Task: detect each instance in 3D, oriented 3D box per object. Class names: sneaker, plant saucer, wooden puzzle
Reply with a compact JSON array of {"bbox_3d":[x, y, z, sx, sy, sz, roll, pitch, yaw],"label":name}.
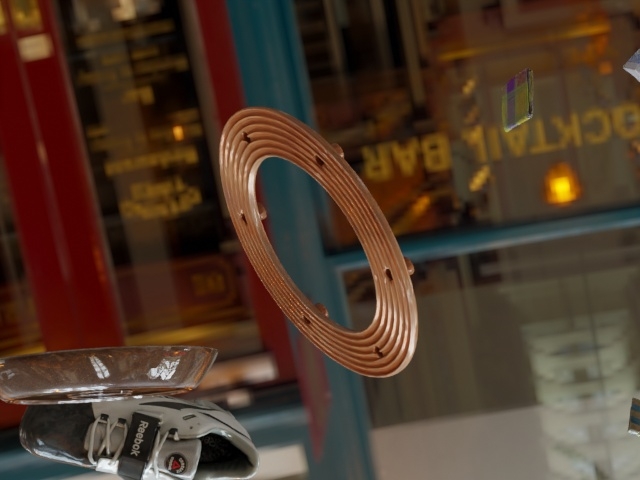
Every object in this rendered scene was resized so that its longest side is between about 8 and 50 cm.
[{"bbox_3d":[-0.227,0.260,2.173,0.330,0.123,0.146,7,-170,-30],"label":"sneaker"},{"bbox_3d":[-0.154,0.095,1.145,0.168,0.029,0.168,-4,173,-1],"label":"plant saucer"},{"bbox_3d":[0.331,0.182,1.638,0.049,0.006,0.083,20,-144,2],"label":"wooden puzzle"}]

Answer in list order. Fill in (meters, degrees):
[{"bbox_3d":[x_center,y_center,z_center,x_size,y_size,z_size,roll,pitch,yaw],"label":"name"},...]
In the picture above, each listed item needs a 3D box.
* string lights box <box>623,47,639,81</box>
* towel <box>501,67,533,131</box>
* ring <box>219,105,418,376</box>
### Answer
[{"bbox_3d":[0.448,-0.227,1.678,0.260,0.133,0.077,-48,-175,5],"label":"string lights box"},{"bbox_3d":[0.228,-0.161,1.908,0.009,0.060,0.083,2,169,-14],"label":"towel"},{"bbox_3d":[0.000,0.000,1.817,0.032,0.337,0.336,-30,-160,-26],"label":"ring"}]
